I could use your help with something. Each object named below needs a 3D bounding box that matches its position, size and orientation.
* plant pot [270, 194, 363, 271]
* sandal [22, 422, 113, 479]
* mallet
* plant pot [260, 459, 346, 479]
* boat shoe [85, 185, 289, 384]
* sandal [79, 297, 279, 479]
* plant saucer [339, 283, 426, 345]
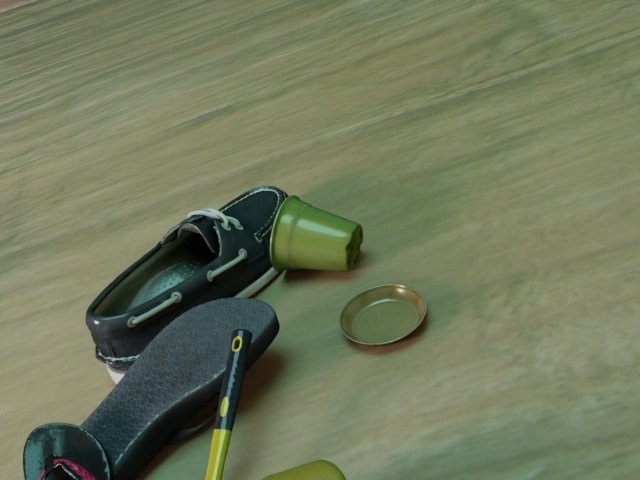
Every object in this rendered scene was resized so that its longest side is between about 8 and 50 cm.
[{"bbox_3d":[0.000,0.000,0.849,0.079,0.083,0.083,12,42,20],"label":"plant pot"},{"bbox_3d":[-0.188,0.206,0.617,0.067,0.040,0.179,-30,51,-5],"label":"sandal"},{"bbox_3d":[-0.087,0.158,0.642,0.062,0.039,0.189,-9,53,13],"label":"mallet"},{"bbox_3d":[-0.009,0.199,0.559,0.082,0.081,0.083,-17,23,1],"label":"plant pot"},{"bbox_3d":[-0.121,0.021,0.852,0.114,0.091,0.302,5,40,30],"label":"boat shoe"},{"bbox_3d":[-0.139,0.145,0.720,0.254,0.054,0.097,-43,43,-16],"label":"sandal"},{"bbox_3d":[0.059,0.073,0.762,0.083,0.015,0.083,-12,34,9],"label":"plant saucer"}]
